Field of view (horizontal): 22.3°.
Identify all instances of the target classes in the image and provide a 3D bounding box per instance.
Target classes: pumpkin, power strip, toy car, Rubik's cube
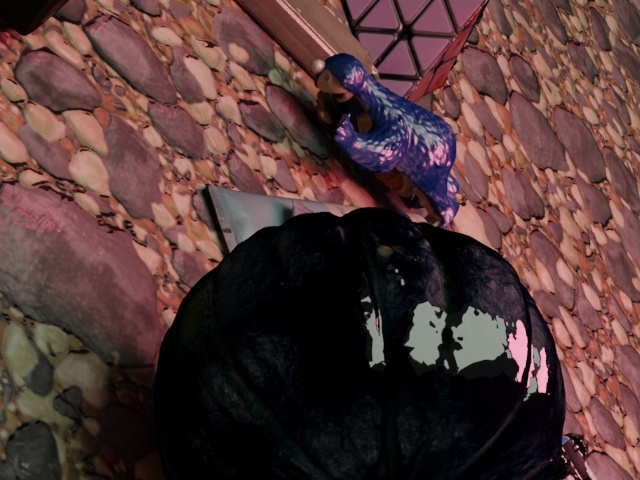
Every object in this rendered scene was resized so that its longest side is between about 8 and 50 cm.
[{"bbox_3d":[0.034,0.142,1.404,0.363,0.363,0.266,39,22,-29],"label":"pumpkin"},{"bbox_3d":[-0.032,-0.274,1.987,0.272,0.052,0.078,43,33,-26],"label":"power strip"},{"bbox_3d":[0.309,0.315,1.938,0.170,0.070,0.080,60,30,5],"label":"toy car"},{"bbox_3d":[0.113,-0.300,2.151,0.178,0.190,0.211,42,25,5],"label":"Rubik's cube"}]

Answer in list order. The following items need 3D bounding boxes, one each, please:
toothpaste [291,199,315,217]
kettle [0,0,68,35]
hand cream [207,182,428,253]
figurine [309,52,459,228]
[{"bbox_3d":[-0.007,0.066,1.685,0.089,0.057,0.234,34,46,-31],"label":"toothpaste"},{"bbox_3d":[-0.298,-0.367,1.541,0.271,0.207,0.251,44,39,-9],"label":"kettle"},{"bbox_3d":[0.000,0.000,1.795,0.312,0.070,0.111,3,62,-46],"label":"hand cream"},{"bbox_3d":[0.086,-0.129,1.947,0.262,0.121,0.164,46,11,-38],"label":"figurine"}]
